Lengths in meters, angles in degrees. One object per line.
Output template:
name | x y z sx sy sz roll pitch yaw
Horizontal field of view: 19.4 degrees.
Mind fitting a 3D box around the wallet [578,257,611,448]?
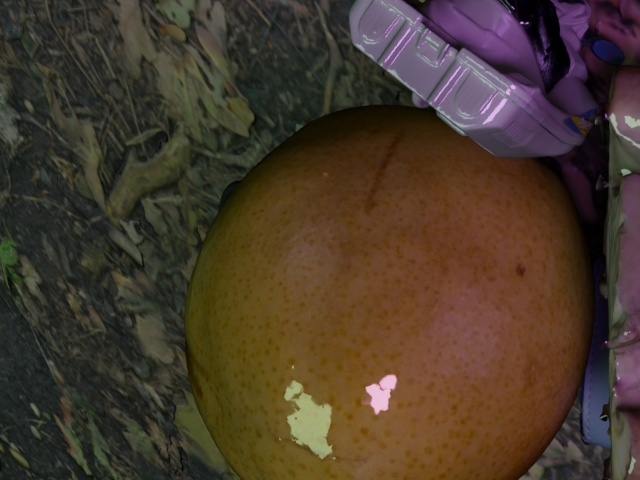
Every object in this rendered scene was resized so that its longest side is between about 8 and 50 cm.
wallet | 0.285 0.094 1.309 0.231 0.069 0.170 17 116 42

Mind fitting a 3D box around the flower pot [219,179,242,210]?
flower pot | 0.000 0.000 1.567 0.157 0.107 0.157 46 154 31

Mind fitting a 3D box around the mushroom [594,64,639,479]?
mushroom | 0.252 0.025 1.190 0.156 0.151 0.285 68 -157 -73

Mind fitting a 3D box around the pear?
pear | 0.047 0.061 1.340 0.314 0.314 0.314 35 145 30

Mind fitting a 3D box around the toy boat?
toy boat | 0.119 -0.125 1.217 0.141 0.269 0.140 4 98 26
